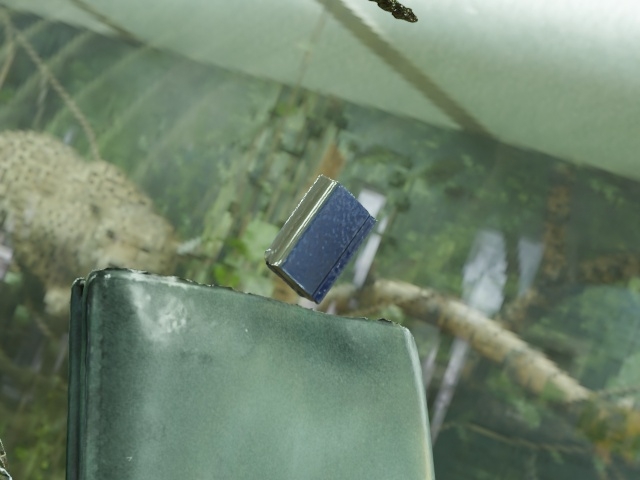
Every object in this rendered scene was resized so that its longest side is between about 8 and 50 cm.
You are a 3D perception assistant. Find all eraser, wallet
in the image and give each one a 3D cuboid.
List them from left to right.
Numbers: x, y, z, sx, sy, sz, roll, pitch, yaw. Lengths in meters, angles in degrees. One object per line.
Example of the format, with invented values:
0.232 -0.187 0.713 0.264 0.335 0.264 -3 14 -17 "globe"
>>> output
-0.025 0.158 0.815 0.054 0.251 0.290 -19 -22 40 "wallet"
0.000 0.000 1.091 0.027 0.084 0.063 25 -14 43 "eraser"

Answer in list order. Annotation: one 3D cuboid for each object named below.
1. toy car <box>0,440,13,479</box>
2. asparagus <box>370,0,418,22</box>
-0.360 0.128 0.795 0.226 0.336 0.242 88 -24 -44 "toy car"
0.005 -0.213 1.090 0.166 0.013 0.016 26 -38 -9 "asparagus"
